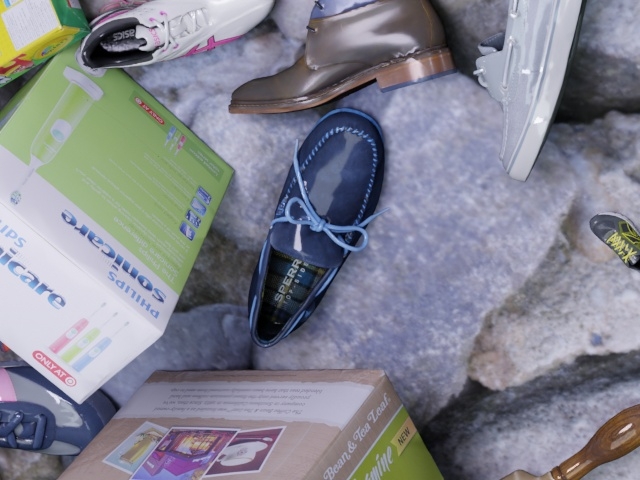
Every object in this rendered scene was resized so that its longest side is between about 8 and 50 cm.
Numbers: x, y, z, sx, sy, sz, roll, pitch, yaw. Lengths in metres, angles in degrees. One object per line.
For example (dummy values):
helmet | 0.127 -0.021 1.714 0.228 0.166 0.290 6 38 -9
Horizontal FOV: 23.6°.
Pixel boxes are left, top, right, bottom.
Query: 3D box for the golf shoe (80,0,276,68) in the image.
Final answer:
golf shoe | -0.126 -0.190 1.368 0.186 0.086 0.067 -16 116 18

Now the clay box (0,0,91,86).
clay box | -0.326 -0.196 1.391 0.222 0.053 0.127 -26 82 25

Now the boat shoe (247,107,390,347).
boat shoe | 0.000 0.000 1.457 0.109 0.089 0.258 17 123 0

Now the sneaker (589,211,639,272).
sneaker | 0.288 0.004 1.436 0.083 0.035 0.031 32 121 -9

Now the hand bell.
hand bell | 0.253 0.238 1.561 0.242 0.126 0.126 -40 108 16

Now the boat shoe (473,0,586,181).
boat shoe | 0.178 -0.163 1.338 0.081 0.079 0.227 16 118 12

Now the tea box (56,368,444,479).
tea box | -0.044 0.314 1.516 0.329 0.220 0.323 -4 125 42

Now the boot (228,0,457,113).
boot | 0.009 -0.177 1.372 0.219 0.082 0.106 -11 97 21

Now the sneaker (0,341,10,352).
sneaker | -0.449 0.025 1.533 0.350 0.131 0.148 16 118 0

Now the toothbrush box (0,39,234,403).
toothbrush box | -0.216 -0.029 1.366 0.206 0.283 0.122 41 119 -16

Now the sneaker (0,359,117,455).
sneaker | -0.379 0.190 1.620 0.319 0.131 0.112 11 122 4

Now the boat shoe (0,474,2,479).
boat shoe | -0.484 0.295 1.729 0.307 0.110 0.104 3 126 20
